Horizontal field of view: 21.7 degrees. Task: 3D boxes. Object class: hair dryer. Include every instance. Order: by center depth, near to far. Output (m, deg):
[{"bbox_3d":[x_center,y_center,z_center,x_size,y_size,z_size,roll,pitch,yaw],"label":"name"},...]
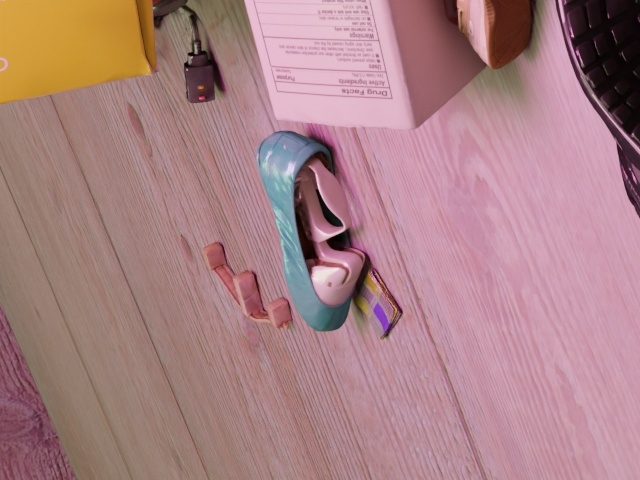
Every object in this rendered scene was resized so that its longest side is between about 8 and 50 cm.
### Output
[{"bbox_3d":[-0.217,-0.305,1.926,0.223,0.080,0.294,38,146,48],"label":"hair dryer"}]

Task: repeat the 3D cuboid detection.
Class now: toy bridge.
[{"bbox_3d":[-0.091,0.069,2.120,0.188,0.026,0.063,38,149,47],"label":"toy bridge"}]

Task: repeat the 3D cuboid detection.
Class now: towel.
[{"bbox_3d":[0.061,0.069,1.800,0.060,0.009,0.083,57,157,15],"label":"towel"}]

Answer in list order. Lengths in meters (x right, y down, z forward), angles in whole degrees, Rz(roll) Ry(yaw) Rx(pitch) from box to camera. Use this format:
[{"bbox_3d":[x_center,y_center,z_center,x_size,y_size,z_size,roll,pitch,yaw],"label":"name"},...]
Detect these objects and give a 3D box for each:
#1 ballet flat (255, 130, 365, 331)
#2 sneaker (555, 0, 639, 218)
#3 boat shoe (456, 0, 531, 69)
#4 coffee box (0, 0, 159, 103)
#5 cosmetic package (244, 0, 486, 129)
[{"bbox_3d":[0.000,0.000,1.776,0.087,0.083,0.247,12,128,46],"label":"ballet flat"},{"bbox_3d":[0.229,-0.074,1.150,0.283,0.107,0.124,63,164,4],"label":"sneaker"},{"bbox_3d":[0.127,-0.207,1.278,0.059,0.063,0.170,42,151,31],"label":"boat shoe"},{"bbox_3d":[-0.372,-0.349,1.642,0.334,0.337,0.338,-123,25,-47],"label":"coffee box"},{"bbox_3d":[0.019,-0.250,1.337,0.153,0.129,0.296,8,123,36],"label":"cosmetic package"}]
